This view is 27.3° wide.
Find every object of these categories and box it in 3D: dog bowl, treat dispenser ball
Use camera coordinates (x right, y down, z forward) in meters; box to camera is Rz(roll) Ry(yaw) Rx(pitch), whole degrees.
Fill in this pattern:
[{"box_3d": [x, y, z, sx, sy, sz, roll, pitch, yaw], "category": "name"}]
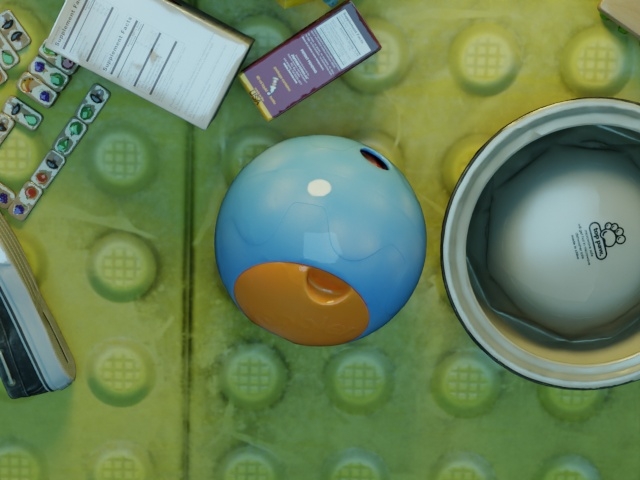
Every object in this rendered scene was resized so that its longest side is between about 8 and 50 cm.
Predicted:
[{"box_3d": [0.365, -0.003, 1.858, 0.408, 0.150, 0.408, 0, 100, 0], "category": "dog bowl"}, {"box_3d": [0.000, 0.000, 1.787, 0.288, 0.288, 0.288, 0, 101, 0], "category": "treat dispenser ball"}]

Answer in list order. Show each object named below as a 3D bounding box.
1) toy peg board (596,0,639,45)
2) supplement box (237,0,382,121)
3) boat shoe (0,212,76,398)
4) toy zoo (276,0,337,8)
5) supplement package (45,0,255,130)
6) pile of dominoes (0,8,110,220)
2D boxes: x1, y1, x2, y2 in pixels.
[{"box_3d": [0.481, -0.338, 1.842, 0.161, 0.079, 0.161, 33, 83, -7], "category": "toy peg board"}, {"box_3d": [-0.016, -0.251, 1.832, 0.188, 0.104, 0.081, -33, 100, 5], "category": "supplement box"}, {"box_3d": [-0.468, 0.082, 1.885, 0.119, 0.121, 0.335, -22, 102, 0], "category": "boat shoe"}, {"box_3d": [0.025, -0.422, 1.731, 0.192, 0.293, 0.030, -29, 59, -27], "category": "toy zoo"}, {"box_3d": [-0.230, -0.272, 1.810, 0.244, 0.139, 0.134, 27, 101, -6], "category": "supplement package"}, {"box_3d": [-0.439, -0.178, 1.878, 0.196, 0.040, 0.251, 35, 98, -6], "category": "pile of dominoes"}]
